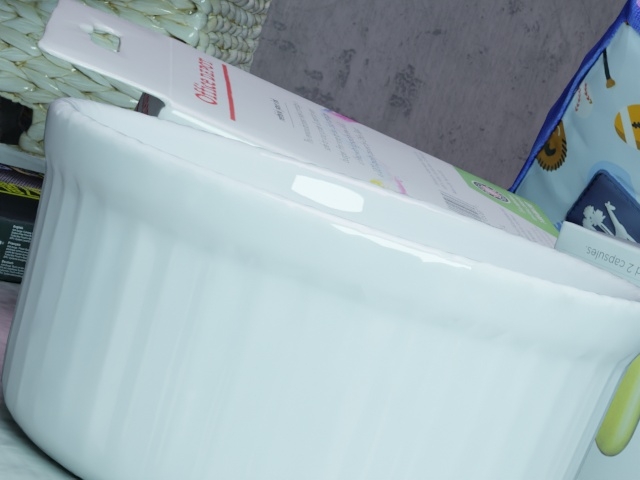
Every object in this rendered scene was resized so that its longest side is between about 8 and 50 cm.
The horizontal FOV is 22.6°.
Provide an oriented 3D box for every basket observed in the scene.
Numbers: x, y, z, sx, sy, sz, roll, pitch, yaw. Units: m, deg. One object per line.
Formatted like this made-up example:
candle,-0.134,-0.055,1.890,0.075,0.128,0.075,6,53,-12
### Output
basket,-0.237,-0.181,1.430,0.328,0.266,0.331,20,8,6

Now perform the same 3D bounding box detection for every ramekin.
ramekin,-0.004,0.043,0.699,0.277,0.135,0.277,19,6,-2

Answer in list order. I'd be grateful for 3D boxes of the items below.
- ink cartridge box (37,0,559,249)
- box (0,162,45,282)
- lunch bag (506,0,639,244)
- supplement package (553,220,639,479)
ink cartridge box,-0.024,-0.015,0.980,0.353,0.119,0.207,24,13,-11
box,-0.205,-0.015,1.045,0.190,0.045,0.184,13,8,-42
lunch bag,0.346,-0.011,1.220,0.385,0.328,0.239,23,50,-3
supplement package,0.252,0.110,0.814,0.204,0.145,0.262,14,7,-39
